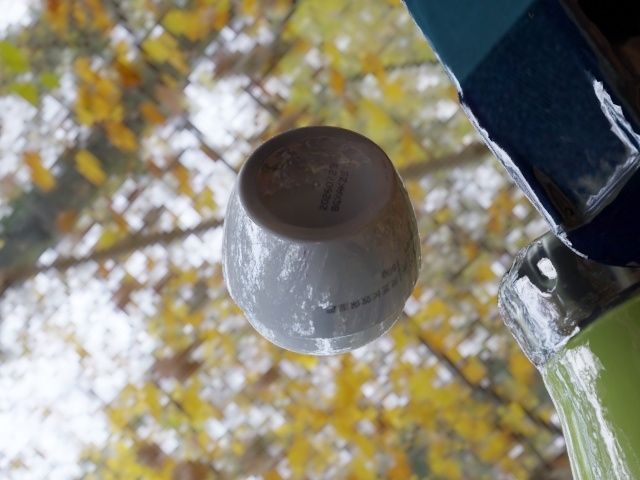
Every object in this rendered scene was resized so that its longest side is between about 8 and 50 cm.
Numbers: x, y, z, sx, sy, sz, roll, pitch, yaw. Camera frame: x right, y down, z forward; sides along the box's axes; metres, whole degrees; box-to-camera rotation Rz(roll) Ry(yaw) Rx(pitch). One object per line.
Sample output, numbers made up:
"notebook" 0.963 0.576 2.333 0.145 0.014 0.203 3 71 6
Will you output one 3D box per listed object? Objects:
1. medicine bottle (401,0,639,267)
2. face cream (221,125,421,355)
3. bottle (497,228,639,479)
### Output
"medicine bottle" 0.099 -0.127 0.459 0.079 0.258 0.124 5 -150 -43
"face cream" 0.000 0.000 1.152 0.117 0.104 0.117 -2 -131 2
"bottle" 0.145 0.104 0.604 0.112 0.112 0.260 -9 -117 -50
